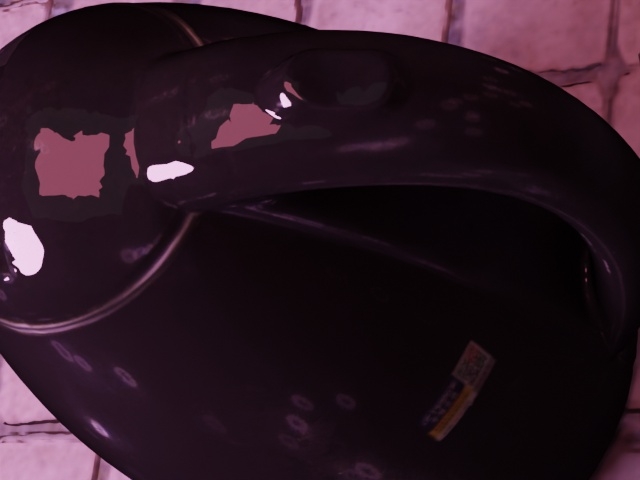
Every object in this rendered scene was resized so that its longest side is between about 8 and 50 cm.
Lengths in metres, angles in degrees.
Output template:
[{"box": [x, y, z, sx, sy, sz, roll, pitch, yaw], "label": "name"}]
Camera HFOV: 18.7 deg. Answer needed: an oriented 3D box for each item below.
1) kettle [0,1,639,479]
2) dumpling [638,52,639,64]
[{"box": [0.000, 0.000, 0.743, 0.268, 0.290, 0.207, -12, 64, 28], "label": "kettle"}, {"box": [0.228, -0.065, 0.744, 0.181, 0.111, 0.155, -20, 92, 33], "label": "dumpling"}]
